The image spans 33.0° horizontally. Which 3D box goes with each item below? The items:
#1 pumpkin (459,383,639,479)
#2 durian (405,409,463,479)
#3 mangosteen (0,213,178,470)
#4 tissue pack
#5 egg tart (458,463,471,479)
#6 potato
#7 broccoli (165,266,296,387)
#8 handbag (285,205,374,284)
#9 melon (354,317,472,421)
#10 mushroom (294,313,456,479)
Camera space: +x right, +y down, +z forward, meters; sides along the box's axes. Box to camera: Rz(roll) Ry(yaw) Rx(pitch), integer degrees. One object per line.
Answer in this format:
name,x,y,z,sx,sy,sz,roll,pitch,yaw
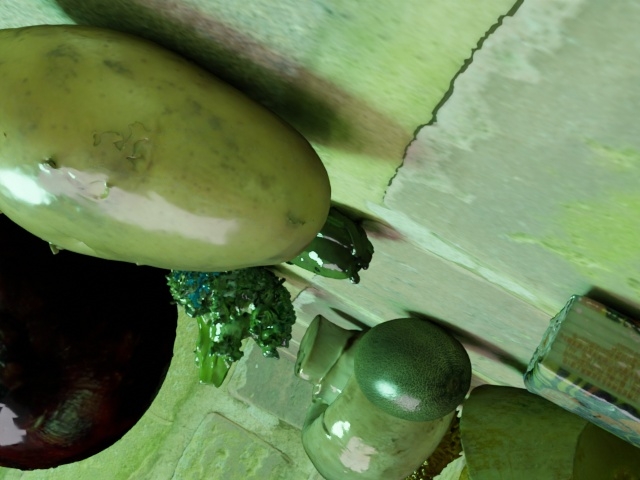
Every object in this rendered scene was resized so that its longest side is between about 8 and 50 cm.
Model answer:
pumpkin,0.232,0.211,0.964,0.110,0.217,0.217,-32,131,30
durian,0.117,0.257,1.585,0.138,0.183,0.250,68,166,-8
mangosteen,-0.359,0.075,1.391,0.381,0.421,0.381,7,131,8
tissue pack,0.199,0.092,0.640,0.148,0.060,0.108,28,170,11
egg tart,0.303,0.398,1.664,0.203,0.202,0.147,32,-174,-18
potato,-0.107,-0.044,0.605,0.235,0.128,0.161,23,174,4
broccoli,-0.110,0.088,1.246,0.167,0.160,0.154,18,-163,4
handbag,0.000,0.000,0.771,0.072,0.047,0.111,34,172,-34
melon,0.085,0.121,1.022,0.098,0.098,0.131,35,172,-32
mushroom,0.047,0.206,1.318,0.195,0.189,0.254,27,168,-7
